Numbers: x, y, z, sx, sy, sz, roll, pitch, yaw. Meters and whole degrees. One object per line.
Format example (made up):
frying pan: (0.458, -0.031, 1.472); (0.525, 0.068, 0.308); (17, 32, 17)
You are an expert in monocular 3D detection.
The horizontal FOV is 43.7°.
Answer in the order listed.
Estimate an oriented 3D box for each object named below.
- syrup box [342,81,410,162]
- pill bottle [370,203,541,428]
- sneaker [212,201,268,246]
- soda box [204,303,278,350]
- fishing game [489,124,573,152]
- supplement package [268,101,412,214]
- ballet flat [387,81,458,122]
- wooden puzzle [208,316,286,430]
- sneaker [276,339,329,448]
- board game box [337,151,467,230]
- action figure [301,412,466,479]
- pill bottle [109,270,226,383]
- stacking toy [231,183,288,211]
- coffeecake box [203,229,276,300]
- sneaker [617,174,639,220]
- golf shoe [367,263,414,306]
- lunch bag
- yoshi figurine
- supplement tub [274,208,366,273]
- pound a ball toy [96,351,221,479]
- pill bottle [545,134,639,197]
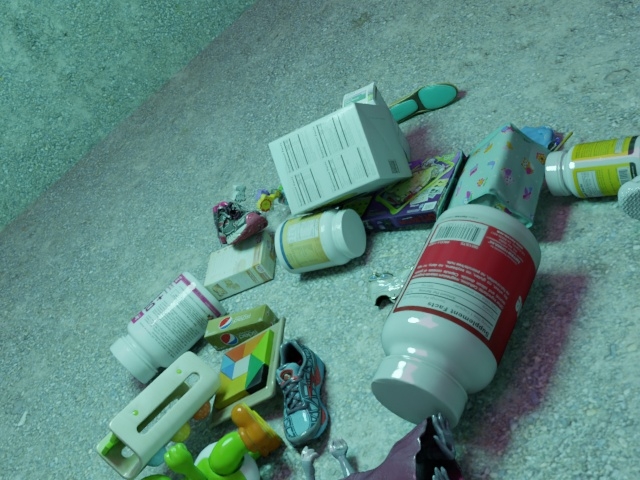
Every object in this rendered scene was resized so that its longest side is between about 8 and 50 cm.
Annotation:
syrup box: (0.154, -0.298, 2.157); (0.093, 0.237, 0.096); (-20, 37, 22)
pill bottle: (0.258, 0.146, 1.542); (0.229, 0.229, 0.407); (1, 49, 42)
sneaker: (-0.242, -0.055, 2.238); (0.121, 0.112, 0.299); (-29, 9, -21)
soda box: (-0.200, 0.220, 2.009); (0.181, 0.061, 0.058); (-19, 37, 25)
fishing game: (0.484, -0.220, 1.951); (0.264, 0.041, 0.189); (3, 42, 51)
supplement package: (0.051, -0.202, 2.010); (0.263, 0.198, 0.199); (-22, -6, 30)
ballet flat: (0.291, -0.412, 2.320); (0.232, 0.080, 0.073); (-17, 24, 24)
wooden puzzle: (-0.175, 0.304, 1.848); (0.239, 0.044, 0.221); (-36, 30, 31)
sneaker: (-0.058, 0.322, 1.704); (0.104, 0.125, 0.261); (-26, 35, 15)
board game box: (0.197, -0.118, 2.047); (0.347, 0.056, 0.208); (-7, 48, 45)
action figure: (0.092, 0.463, 1.414); (0.370, 0.248, 0.275); (-36, 75, 24)
pill bottle: (-0.400, 0.229, 2.087); (0.283, 0.160, 0.160); (-44, 35, -11)
stacking toy: (-0.124, -0.120, 2.270); (0.221, 0.052, 0.167); (-3, 15, -37)
coffeecake box: (-0.219, 0.069, 2.200); (0.186, 0.068, 0.142); (-22, 35, 20)
sneaker: (0.753, -0.166, 1.566); (0.366, 0.137, 0.210); (-19, 37, 15)
golf shoe: (0.191, 0.106, 1.815); (0.176, 0.069, 0.086); (-16, 59, 32)
lunch bag: (0.368, -0.106, 1.804); (0.262, 0.160, 0.223); (-34, 26, 56)
yoshi figurine: (-0.264, 0.487, 1.654); (0.362, 0.203, 0.203); (-46, 19, -10)
supplement tub: (0.000, 0.000, 2.021); (0.200, 0.144, 0.144); (-13, 41, 30)
pound a ball toy: (-0.347, 0.400, 1.789); (0.319, 0.136, 0.208); (-43, -9, -47)
pill bottle: (0.596, -0.153, 1.697); (0.209, 0.119, 0.119); (-4, 46, 38)
